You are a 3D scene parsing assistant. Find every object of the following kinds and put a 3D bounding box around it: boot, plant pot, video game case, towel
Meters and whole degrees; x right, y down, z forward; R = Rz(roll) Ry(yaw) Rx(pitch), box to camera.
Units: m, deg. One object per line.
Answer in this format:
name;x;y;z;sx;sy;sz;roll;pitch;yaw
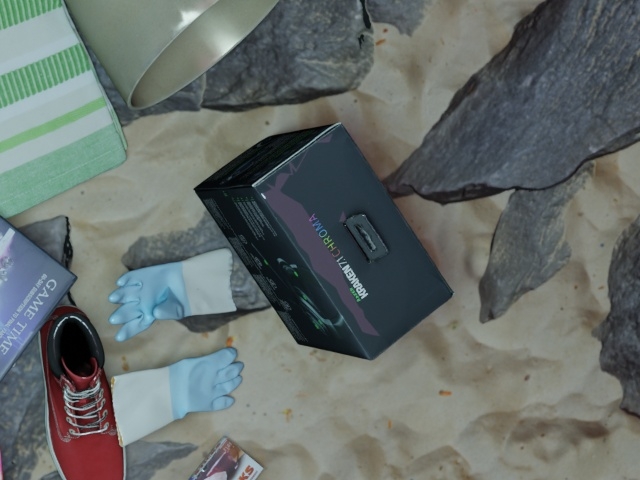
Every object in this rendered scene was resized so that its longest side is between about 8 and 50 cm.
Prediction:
boot;-0.273;0.199;1.784;0.088;0.176;0.244;-13;95;-14
plant pot;-0.210;-0.337;1.788;0.256;0.256;0.274;-40;87;-15
video game case;-0.429;0.035;1.697;0.274;0.026;0.196;41;74;-22
towel;-0.378;-0.198;1.790;0.247;0.038;0.325;-28;101;-35

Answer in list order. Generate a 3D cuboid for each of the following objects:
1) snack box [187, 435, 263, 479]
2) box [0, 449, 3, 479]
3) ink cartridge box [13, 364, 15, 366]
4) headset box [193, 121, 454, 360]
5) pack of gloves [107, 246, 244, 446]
snack box;-0.150;0.331;1.911;0.064;0.022;0.178;42;77;-16
box;-0.509;0.287;1.722;0.299;0.142;0.154;-6;92;-19
ink cartridge box;-0.381;0.064;1.793;0.089;0.092;0.143;18;83;-18
headset box;0.000;0.000;1.825;0.131;0.283;0.246;-37;101;-15
pack of gloves;-0.157;0.121;1.833;0.232;0.046;0.195;-15;99;-53
